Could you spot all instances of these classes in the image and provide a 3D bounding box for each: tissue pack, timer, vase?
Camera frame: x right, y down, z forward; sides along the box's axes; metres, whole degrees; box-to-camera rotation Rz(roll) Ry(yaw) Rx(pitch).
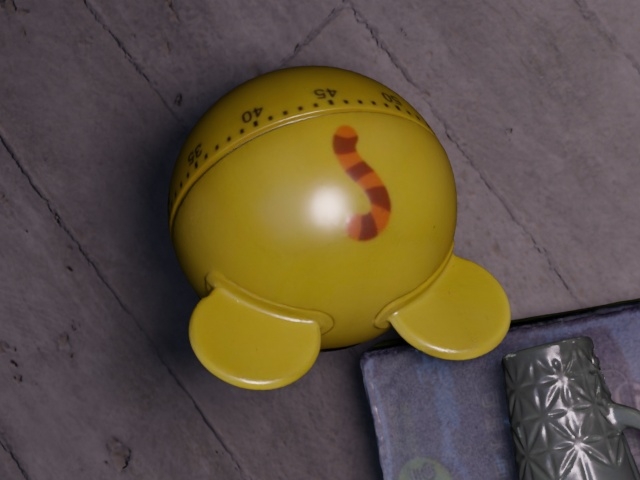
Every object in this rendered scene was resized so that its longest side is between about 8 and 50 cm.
[{"bbox_3d":[0.265,0.229,1.943,0.394,0.124,0.288,-11,91,23],"label":"tissue pack"},{"bbox_3d":[0.000,0.000,1.917,0.376,0.376,0.387,-34,56,21],"label":"timer"},{"bbox_3d":[0.291,0.257,1.796,0.251,0.156,0.301,-18,80,26],"label":"vase"}]
